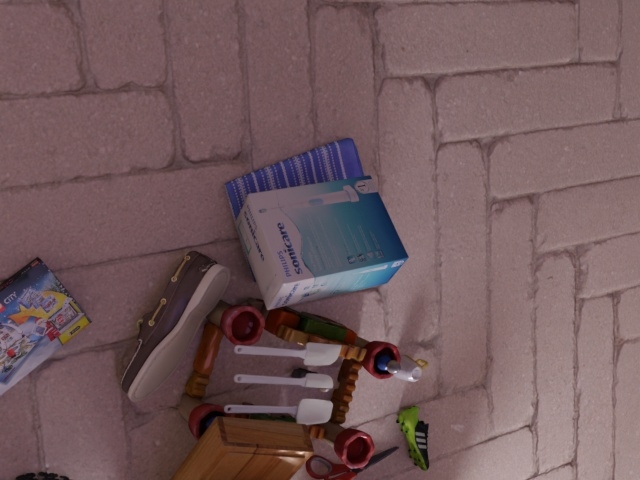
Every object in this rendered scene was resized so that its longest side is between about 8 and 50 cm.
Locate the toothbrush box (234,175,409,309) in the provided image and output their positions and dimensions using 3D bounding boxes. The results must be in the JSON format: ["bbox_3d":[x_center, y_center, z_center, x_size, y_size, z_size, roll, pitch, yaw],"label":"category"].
[{"bbox_3d":[0.000,0.000,1.680,0.296,0.126,0.216,-11,64,-28],"label":"toothbrush box"}]

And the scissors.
[{"bbox_3d":[0.087,0.565,1.955,0.297,0.021,0.108,4,56,-34],"label":"scissors"}]

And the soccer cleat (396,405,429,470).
[{"bbox_3d":[0.252,0.506,2.049,0.072,0.060,0.178,-29,109,-26],"label":"soccer cleat"}]

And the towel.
[{"bbox_3d":[-0.032,-0.069,1.796,0.336,0.040,0.243,-24,109,-26],"label":"towel"}]

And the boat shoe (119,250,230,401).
[{"bbox_3d":[-0.311,0.172,1.635,0.324,0.097,0.116,-57,161,-7],"label":"boat shoe"}]

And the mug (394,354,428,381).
[{"bbox_3d":[0.225,0.316,1.998,0.078,0.064,0.062,-51,118,-15],"label":"mug"}]

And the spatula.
[{"bbox_3d":[-0.071,0.283,1.595,0.242,0.019,0.168,8,97,-32],"label":"spatula"}]

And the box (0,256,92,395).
[{"bbox_3d":[-0.572,0.165,1.506,0.233,0.044,0.159,-41,116,-19],"label":"box"}]

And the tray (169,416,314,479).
[{"bbox_3d":[-0.204,0.515,1.635,0.203,0.076,0.410,14,128,-32],"label":"tray"}]

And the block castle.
[{"bbox_3d":[-0.054,0.311,1.743,0.454,0.213,0.302,18,88,-31],"label":"block castle"}]

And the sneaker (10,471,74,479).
[{"bbox_3d":[-0.595,0.530,1.539,0.276,0.107,0.109,-14,124,-24],"label":"sneaker"}]
